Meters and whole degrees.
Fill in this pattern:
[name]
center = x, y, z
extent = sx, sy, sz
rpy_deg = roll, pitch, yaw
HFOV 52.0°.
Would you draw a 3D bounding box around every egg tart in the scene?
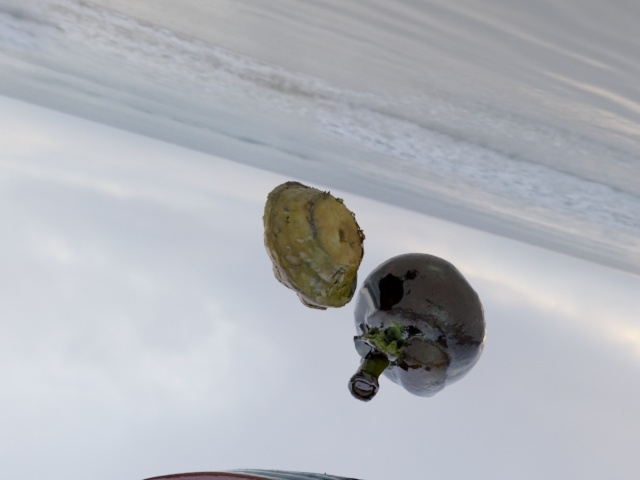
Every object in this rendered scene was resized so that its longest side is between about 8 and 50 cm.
[egg tart]
center = 0.002, 0.000, 0.996
extent = 0.090, 0.213, 0.212
rpy_deg = -24, 159, 34

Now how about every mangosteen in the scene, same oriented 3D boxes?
[mangosteen]
center = 0.137, 0.148, 1.065
extent = 0.231, 0.232, 0.289
rpy_deg = 20, -150, 38

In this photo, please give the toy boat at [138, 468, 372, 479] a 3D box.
[toy boat]
center = -0.064, 0.310, 0.738
extent = 0.391, 0.136, 0.079
rpy_deg = -10, -168, 24
